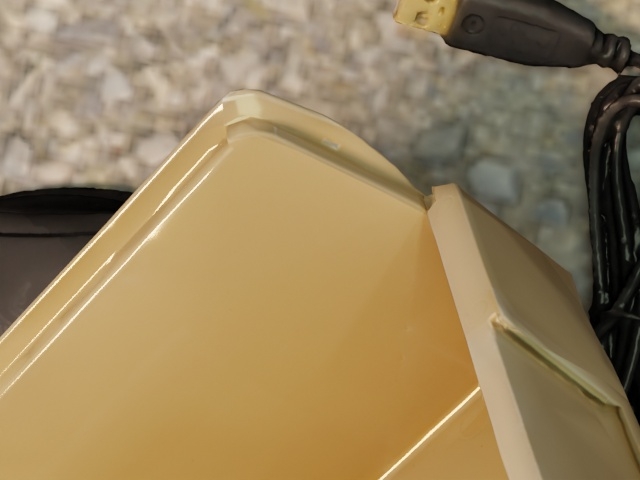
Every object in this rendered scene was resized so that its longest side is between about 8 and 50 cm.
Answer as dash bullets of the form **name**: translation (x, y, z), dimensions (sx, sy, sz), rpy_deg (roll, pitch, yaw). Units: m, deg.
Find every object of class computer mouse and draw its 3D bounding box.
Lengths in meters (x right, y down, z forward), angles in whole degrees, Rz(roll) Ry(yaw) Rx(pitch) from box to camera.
- **computer mouse**: translation (0.000, 0.000, 0.503), dimensions (0.262, 0.060, 0.184), rpy_deg (10, 92, -1)

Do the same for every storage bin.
- **storage bin**: translation (-0.042, 0.126, 0.366), dimensions (0.123, 0.262, 0.260), rpy_deg (37, 109, -21)
